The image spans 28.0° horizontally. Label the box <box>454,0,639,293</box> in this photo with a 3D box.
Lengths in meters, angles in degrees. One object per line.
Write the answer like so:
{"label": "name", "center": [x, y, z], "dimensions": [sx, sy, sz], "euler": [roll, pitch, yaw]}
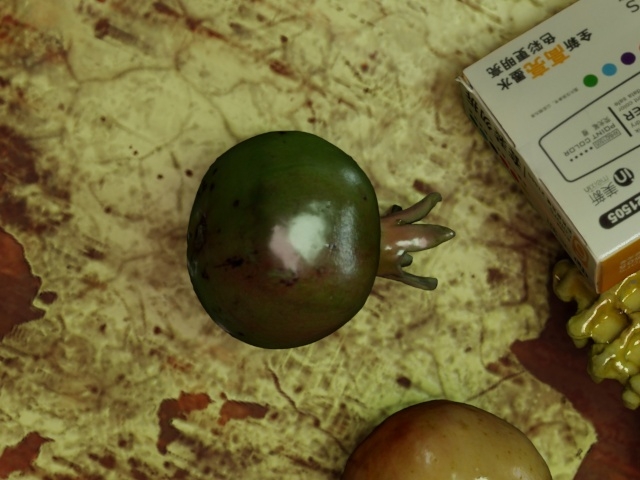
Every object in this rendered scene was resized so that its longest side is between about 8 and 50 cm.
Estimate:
{"label": "box", "center": [0.286, -0.116, 1.083], "dimensions": [0.274, 0.091, 0.221], "euler": [-33, 66, -4]}

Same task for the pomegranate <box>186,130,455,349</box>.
{"label": "pomegranate", "center": [0.000, 0.000, 1.072], "dimensions": [0.224, 0.181, 0.181], "euler": [1, 95, -21]}

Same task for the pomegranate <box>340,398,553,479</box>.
{"label": "pomegranate", "center": [0.108, 0.232, 1.090], "dimensions": [0.191, 0.191, 0.191], "euler": [-1, 95, -6]}

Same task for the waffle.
{"label": "waffle", "center": [0.325, 0.033, 1.082], "dimensions": [0.249, 0.056, 0.253], "euler": [-16, 52, 10]}
